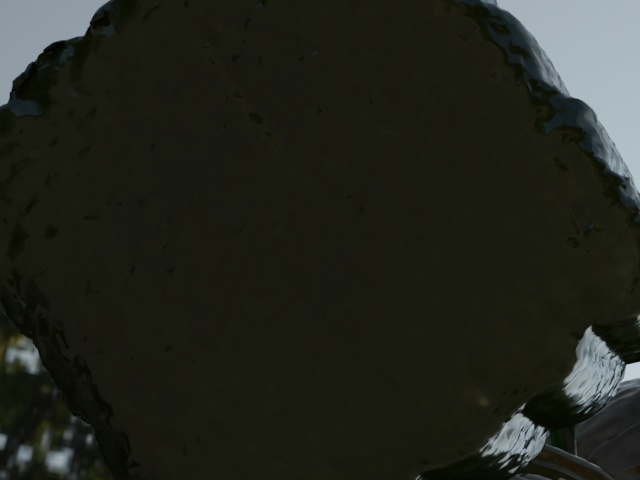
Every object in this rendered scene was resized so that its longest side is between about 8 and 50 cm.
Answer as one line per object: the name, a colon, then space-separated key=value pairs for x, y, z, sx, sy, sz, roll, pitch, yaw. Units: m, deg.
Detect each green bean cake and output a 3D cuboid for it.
green bean cake: x=0.000 y=0.000 z=0.779 sx=0.247 sy=0.156 sz=0.250 roll=-39 pitch=-106 yaw=5

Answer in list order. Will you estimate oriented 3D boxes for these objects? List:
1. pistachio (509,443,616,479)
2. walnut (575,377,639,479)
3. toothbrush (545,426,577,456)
pistachio: x=0.024 y=0.310 z=1.082 sx=0.445 sy=0.281 sz=0.365 roll=-36 pitch=-84 yaw=7
walnut: x=0.311 y=0.259 z=1.520 sx=0.333 sy=0.333 sz=0.332 roll=1 pitch=-53 yaw=1
toothbrush: x=0.165 y=0.128 z=1.266 sx=0.040 sy=0.042 sz=0.418 roll=5 pitch=-88 yaw=-13
